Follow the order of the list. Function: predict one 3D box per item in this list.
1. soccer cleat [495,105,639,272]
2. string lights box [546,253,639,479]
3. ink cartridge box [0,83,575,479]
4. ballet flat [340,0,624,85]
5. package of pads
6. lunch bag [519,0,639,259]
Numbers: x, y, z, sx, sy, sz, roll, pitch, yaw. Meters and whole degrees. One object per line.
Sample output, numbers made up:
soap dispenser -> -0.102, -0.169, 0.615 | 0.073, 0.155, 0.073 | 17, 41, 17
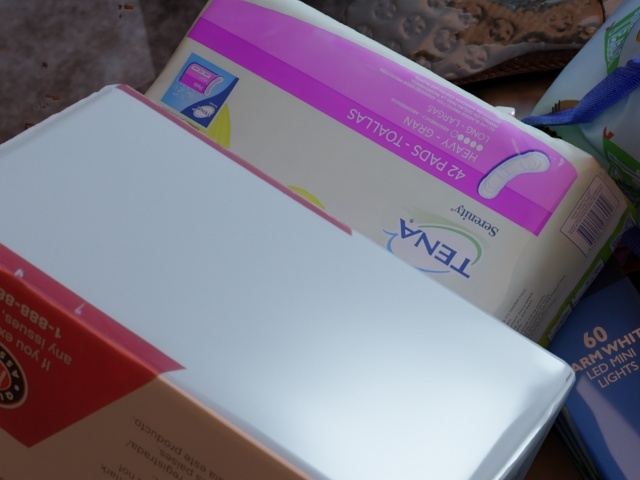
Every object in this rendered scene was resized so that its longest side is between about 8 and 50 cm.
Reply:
soccer cleat -> 0.165, -0.025, 1.067 | 0.248, 0.083, 0.095 | 10, 70, 12
string lights box -> 0.192, 0.117, 0.955 | 0.077, 0.133, 0.259 | -29, 61, -1
ink cartridge box -> -0.083, 0.161, 0.817 | 0.279, 0.384, 0.160 | 32, 39, 14
ballet flat -> 0.138, -0.154, 1.155 | 0.250, 0.058, 0.084 | -5, 84, 14
package of pads -> 0.000, 0.000, 0.943 | 0.296, 0.101, 0.229 | 31, 85, 30
lunch bag -> 0.376, -0.058, 0.940 | 0.385, 0.239, 0.328 | 45, 74, -8
